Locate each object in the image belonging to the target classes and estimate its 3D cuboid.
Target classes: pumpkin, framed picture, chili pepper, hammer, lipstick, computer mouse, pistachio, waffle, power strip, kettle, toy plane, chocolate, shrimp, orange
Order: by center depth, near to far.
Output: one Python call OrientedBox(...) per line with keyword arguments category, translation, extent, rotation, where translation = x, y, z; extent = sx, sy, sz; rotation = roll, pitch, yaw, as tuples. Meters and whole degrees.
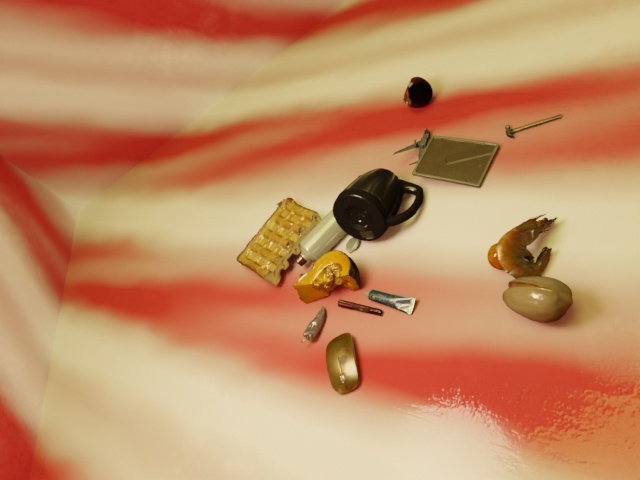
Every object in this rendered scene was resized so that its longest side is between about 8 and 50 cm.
OrientedBox(category="pistachio", translation=(0.561, 0.147, 1.346), extent=(0.184, 0.124, 0.125), rotation=(7, 61, 46))
OrientedBox(category="shrimp", translation=(0.588, 0.011, 1.457), extent=(0.248, 0.150, 0.068), rotation=(-42, 0, -21))
OrientedBox(category="orange", translation=(0.522, 0.047, 1.500), extent=(0.083, 0.083, 0.084), rotation=(-22, 44, 24))
OrientedBox(category="computer mouse", translation=(0.068, 0.376, 1.620), extent=(0.102, 0.045, 0.199), rotation=(-29, 41, 21))
OrientedBox(category="lipstick", translation=(0.131, 0.221, 1.717), extent=(0.176, 0.027, 0.027), rotation=(7, 61, 42))
OrientedBox(category="hammer", translation=(0.720, -0.391, 1.765), extent=(0.181, 0.017, 0.062), rotation=(-14, 49, 30))
OrientedBox(category="chili pepper", translation=(-0.019, 0.290, 1.771), extent=(0.050, 0.041, 0.153), rotation=(16, 49, 25))
OrientedBox(category="pumpkin", translation=(0.024, 0.122, 1.817), extent=(0.247, 0.131, 0.126), rotation=(-16, 55, 23))
OrientedBox(category="framed picture", translation=(0.474, -0.285, 1.836), extent=(0.259, 0.023, 0.189), rotation=(16, 67, 34))
OrientedBox(category="kettle", translation=(0.206, -0.162, 1.858), extent=(0.250, 0.207, 0.271), rotation=(-16, 28, 45))
OrientedBox(category="power strip", translation=(0.127, 0.009, 1.908), extent=(0.083, 0.035, 0.055), rotation=(-54, 39, 9))
OrientedBox(category="toy plane", translation=(0.392, -0.354, 1.975), extent=(0.225, 0.058, 0.226), rotation=(2, 56, 22))
OrientedBox(category="waffle", translation=(-0.168, -0.005, 2.106), extent=(0.348, 0.077, 0.304), rotation=(-51, 33, -8))
OrientedBox(category="chocolate", translation=(0.393, -0.612, 2.148), extent=(0.124, 0.127, 0.133), rotation=(-45, 25, 20))

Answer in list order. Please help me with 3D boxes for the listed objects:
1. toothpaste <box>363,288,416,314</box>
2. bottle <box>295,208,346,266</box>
OrientedBox(category="toothpaste", translation=(0.217, 0.189, 1.668), extent=(0.197, 0.034, 0.057), rotation=(12, 80, 43))
OrientedBox(category="bottle", translation=(0.000, 0.000, 1.959), extent=(0.245, 0.104, 0.104), rotation=(-46, 40, -3))
